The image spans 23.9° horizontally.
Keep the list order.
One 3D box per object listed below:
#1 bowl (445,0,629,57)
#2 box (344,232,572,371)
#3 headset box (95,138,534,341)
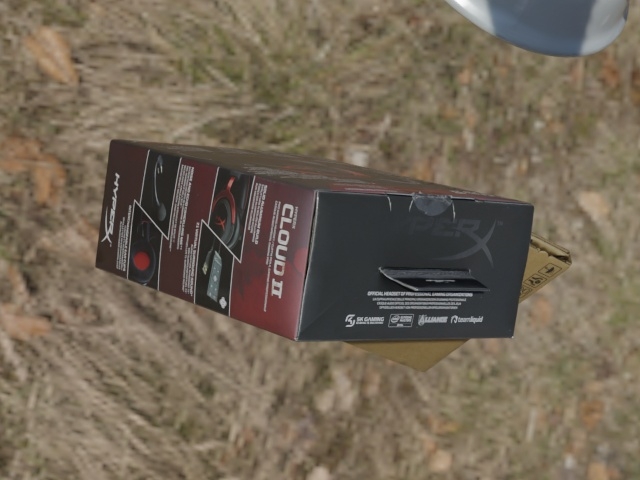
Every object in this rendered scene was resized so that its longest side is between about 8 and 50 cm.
[{"bbox_3d":[0.221,-0.339,1.510,0.298,0.298,0.134,-49,180,-43],"label":"bowl"},{"bbox_3d":[0.098,0.041,1.357,0.164,0.201,0.021,24,43,-32],"label":"box"},{"bbox_3d":[0.000,0.000,1.145,0.218,0.293,0.110,2,99,-41],"label":"headset box"}]
